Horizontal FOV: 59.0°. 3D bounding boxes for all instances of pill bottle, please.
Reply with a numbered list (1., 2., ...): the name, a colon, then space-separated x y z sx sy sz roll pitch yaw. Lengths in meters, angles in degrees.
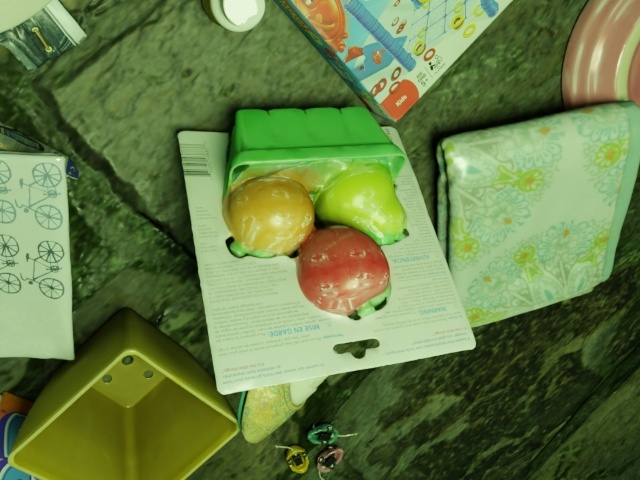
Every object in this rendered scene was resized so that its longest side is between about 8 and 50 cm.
1. pill bottle: -0.103 -0.285 0.675 0.065 0.116 0.065 -8 117 -17

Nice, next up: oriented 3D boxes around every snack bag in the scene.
1. snack bag: -0.475 0.022 0.671 0.342 0.037 0.323 6 123 -14

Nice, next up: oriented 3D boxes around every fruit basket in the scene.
1. fruit basket: 0.000 0.000 0.735 0.326 0.353 0.165 -7 159 -19

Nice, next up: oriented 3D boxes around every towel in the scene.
1. towel: 0.357 -0.030 0.956 0.320 0.090 0.375 -14 125 -8

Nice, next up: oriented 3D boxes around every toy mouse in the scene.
1. toy mouse: 0.004 0.398 1.094 0.143 0.031 0.161 -29 121 -5

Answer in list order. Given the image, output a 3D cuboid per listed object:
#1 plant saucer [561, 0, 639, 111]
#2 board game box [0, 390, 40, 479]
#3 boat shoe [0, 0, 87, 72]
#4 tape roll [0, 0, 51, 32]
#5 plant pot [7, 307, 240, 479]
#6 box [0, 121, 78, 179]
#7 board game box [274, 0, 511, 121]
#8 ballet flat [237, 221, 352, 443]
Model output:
1. plant saucer: 0.565 -0.302 0.943 0.331 0.084 0.332 -9 116 -18
2. board game box: -0.526 0.430 0.716 0.356 0.356 0.357 35 98 -31
3. boat shoe: -0.348 -0.277 0.613 0.083 0.065 0.183 -38 124 -5
4. tape roll: -0.346 -0.351 0.422 0.392 0.072 0.392 -35 136 -43
5. plant pot: -0.274 0.225 0.813 0.212 0.187 0.212 -41 122 3
6. box: -0.362 -0.106 0.682 0.136 0.081 0.028 32 101 -30
7. board game box: 0.098 -0.370 0.728 0.308 0.086 0.302 -47 121 5
8. ballet flat: -0.012 0.125 0.814 0.123 0.123 0.349 33 65 -30
